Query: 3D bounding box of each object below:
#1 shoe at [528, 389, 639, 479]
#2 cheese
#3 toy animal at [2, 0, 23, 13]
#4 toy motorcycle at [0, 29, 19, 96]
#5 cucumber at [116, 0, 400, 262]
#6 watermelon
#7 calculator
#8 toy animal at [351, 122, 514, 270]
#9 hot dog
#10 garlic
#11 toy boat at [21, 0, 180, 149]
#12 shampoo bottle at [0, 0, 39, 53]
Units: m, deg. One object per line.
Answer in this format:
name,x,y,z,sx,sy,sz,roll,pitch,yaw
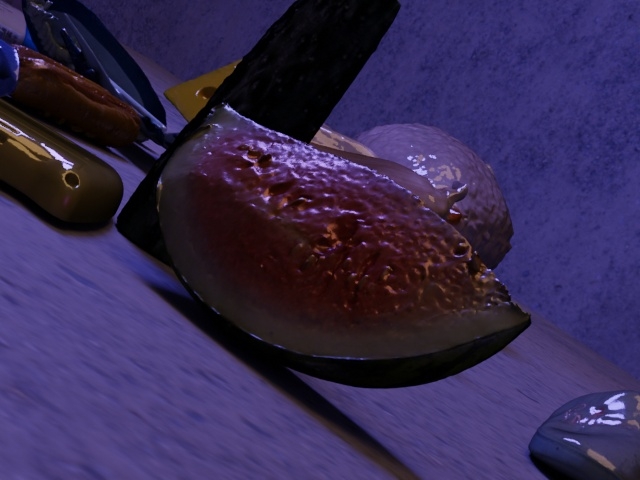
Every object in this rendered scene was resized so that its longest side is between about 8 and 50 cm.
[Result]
shoe,0.200,0.136,1.052,0.079,0.078,0.195,33,1,9
cheese,-0.067,-0.090,1.521,0.093,0.126,0.171,49,-20,48
toy animal,-0.380,-0.281,1.625,0.212,0.124,0.124,2,22,-35
toy motorcycle,-0.288,-0.166,1.131,0.114,0.076,0.205,37,2,-29
cucumber,-0.043,-0.081,0.911,0.062,0.211,0.078,31,6,-36
watermelon,-0.007,0.007,0.785,0.245,0.119,0.063,36,-6,37
calculator,-0.188,-0.064,0.897,0.157,0.033,0.236,30,3,-7
toy animal,0.126,-0.041,1.804,0.226,0.188,0.358,25,7,-16
hot dog,-0.217,-0.122,1.253,0.071,0.045,0.165,37,6,33
garlic,0.003,-0.031,1.294,0.228,0.110,0.217,18,17,25
toy boat,-0.203,-0.160,1.410,0.210,0.070,0.291,45,-4,-19
shampoo bottle,-0.344,-0.226,1.509,0.183,0.050,0.087,29,13,-33
